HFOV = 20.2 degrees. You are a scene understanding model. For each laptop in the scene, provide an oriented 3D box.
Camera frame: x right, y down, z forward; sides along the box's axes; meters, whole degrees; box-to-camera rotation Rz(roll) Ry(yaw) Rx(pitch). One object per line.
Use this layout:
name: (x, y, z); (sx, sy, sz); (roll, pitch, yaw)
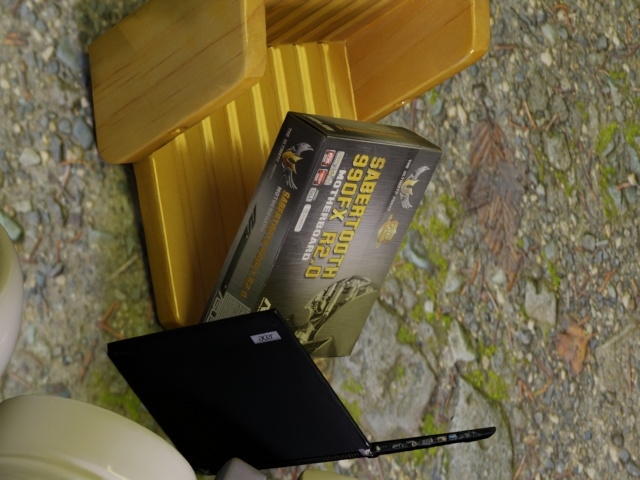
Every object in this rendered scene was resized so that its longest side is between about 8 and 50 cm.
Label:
laptop: (-0.018, 0.138, 1.638); (0.264, 0.234, 0.137); (-2, 82, -45)

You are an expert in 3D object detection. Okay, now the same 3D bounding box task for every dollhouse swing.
dollhouse swing: (0.005, -0.094, 1.703); (0.346, 0.315, 0.305); (-10, 76, -47)

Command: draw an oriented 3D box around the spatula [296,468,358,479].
spatula: (-0.074, 0.284, 1.650); (0.242, 0.019, 0.168); (12, 107, -41)

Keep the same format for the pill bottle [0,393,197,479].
pill bottle: (-0.222, 0.306, 1.271); (0.204, 0.204, 0.361); (42, 51, -31)

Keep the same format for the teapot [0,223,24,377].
teapot: (-0.341, 0.078, 1.308); (0.256, 0.252, 0.187); (-20, 138, -41)

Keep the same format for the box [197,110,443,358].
box: (0.000, 0.000, 1.671); (0.183, 0.056, 0.231); (4, 115, -52)

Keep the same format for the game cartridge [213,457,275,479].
game cartridge: (-0.057, 0.376, 1.484); (0.230, 0.068, 0.355); (35, 53, -12)
